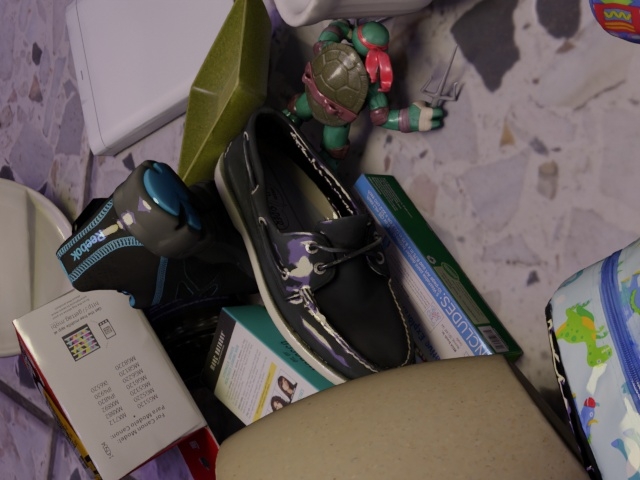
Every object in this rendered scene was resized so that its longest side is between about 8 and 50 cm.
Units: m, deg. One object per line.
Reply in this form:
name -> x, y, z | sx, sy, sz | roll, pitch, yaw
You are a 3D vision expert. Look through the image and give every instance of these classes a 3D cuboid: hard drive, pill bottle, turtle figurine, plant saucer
hard drive -> -0.217, -0.280, 1.360 | 0.353, 0.047, 0.233 | -22, 76, 43
pill bottle -> -0.166, 0.068, 1.267 | 0.123, 0.123, 0.219 | -33, 68, 40
turtle figurine -> 0.032, -0.164, 1.076 | 0.234, 0.118, 0.175 | -50, 58, 40
plant saucer -> -0.104, -0.167, 1.156 | 0.188, 0.045, 0.188 | 127, 154, -44

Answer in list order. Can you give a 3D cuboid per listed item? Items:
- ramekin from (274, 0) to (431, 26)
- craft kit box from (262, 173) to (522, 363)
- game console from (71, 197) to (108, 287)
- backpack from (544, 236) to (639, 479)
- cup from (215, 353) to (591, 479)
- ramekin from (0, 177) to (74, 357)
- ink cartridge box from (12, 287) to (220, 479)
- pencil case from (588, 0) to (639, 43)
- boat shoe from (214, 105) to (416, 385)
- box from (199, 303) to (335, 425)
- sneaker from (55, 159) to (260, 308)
ramekin -> 0.039, -0.345, 0.977 | 0.277, 0.135, 0.277 | 178, 90, -74
craft kit box -> 0.058, 0.101, 1.095 | 0.246, 0.061, 0.250 | -51, 58, 30
game console -> -0.282, 0.120, 1.442 | 0.213, 0.044, 0.361 | 3, 93, 46
backpack -> 0.305, 0.151, 0.719 | 0.273, 0.290, 0.355 | -49, 52, 24
cup -> 0.109, 0.231, 0.843 | 0.237, 0.331, 0.331 | -38, 62, 8
ramekin -> -0.497, 0.050, 1.508 | 0.127, 0.273, 0.273 | -28, 71, 55
ink cartridge box -> -0.240, 0.203, 1.211 | 0.272, 0.130, 0.309 | 59, 161, 5
pencil case -> 0.346, -0.187, 0.748 | 0.306, 0.119, 0.133 | 25, 149, 41
boat shoe -> 0.003, -0.001, 1.016 | 0.340, 0.127, 0.113 | 62, 144, 32
box -> -0.028, 0.172, 1.104 | 0.244, 0.060, 0.100 | 36, 116, 38
sneaker -> -0.153, 0.007, 1.104 | 0.139, 0.341, 0.125 | -35, 69, 11
